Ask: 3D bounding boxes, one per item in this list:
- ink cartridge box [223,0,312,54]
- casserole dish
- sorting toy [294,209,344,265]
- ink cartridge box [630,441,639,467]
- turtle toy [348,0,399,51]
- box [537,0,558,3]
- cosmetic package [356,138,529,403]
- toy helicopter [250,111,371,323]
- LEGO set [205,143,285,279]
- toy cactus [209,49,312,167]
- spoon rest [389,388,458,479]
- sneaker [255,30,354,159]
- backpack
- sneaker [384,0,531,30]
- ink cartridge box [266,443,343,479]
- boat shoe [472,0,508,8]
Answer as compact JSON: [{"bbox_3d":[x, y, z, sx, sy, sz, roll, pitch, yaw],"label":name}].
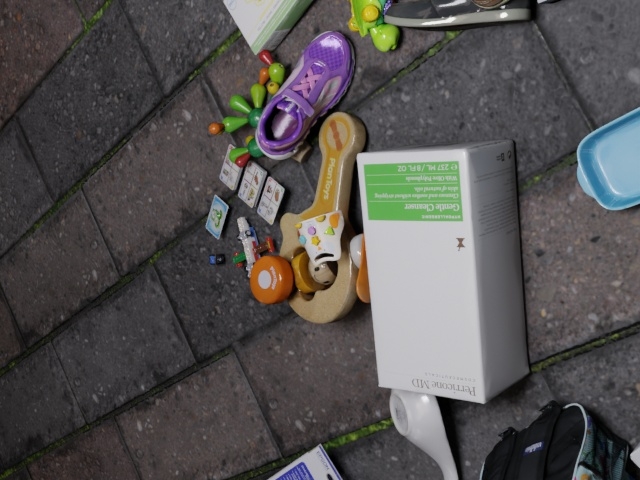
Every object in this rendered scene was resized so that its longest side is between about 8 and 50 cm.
[{"bbox_3d":[-0.112,-0.463,1.481,0.235,0.056,0.171,59,139,10],"label":"ink cartridge box"},{"bbox_3d":[0.428,-0.114,1.141,0.188,0.037,0.114,-29,83,42],"label":"casserole dish"},{"bbox_3d":[0.000,0.000,1.383,0.083,0.045,0.075,-18,89,29],"label":"sorting toy"},{"bbox_3d":[0.478,0.240,1.117,0.063,0.150,0.109,47,127,16],"label":"ink cartridge box"},{"bbox_3d":[0.084,-0.356,1.345,0.095,0.066,0.130,-172,70,-75],"label":"turtle toy"},{"bbox_3d":[0.371,-0.416,1.104,0.233,0.044,0.159,-11,93,41],"label":"box"},{"bbox_3d":[0.187,0.039,1.307,0.197,0.155,0.366,0,100,39],"label":"cosmetic package"},{"bbox_3d":[0.026,-0.034,1.446,0.235,0.140,0.355,15,98,44],"label":"toy helicopter"},{"bbox_3d":[-0.140,-0.035,1.651,0.182,0.060,0.244,40,121,38],"label":"LEGO set"},{"bbox_3d":[-0.094,-0.204,1.527,0.180,0.112,0.219,39,114,14],"label":"toy cactus"},{"bbox_3d":[0.175,0.342,1.443,0.137,0.084,0.276,-179,80,-70],"label":"spoon rest"},{"bbox_3d":[-0.029,-0.233,1.411,0.095,0.104,0.236,36,101,5],"label":"sneaker"},{"bbox_3d":[0.322,0.385,1.220,0.191,0.253,0.225,45,128,-3],"label":"backpack"},{"bbox_3d":[0.196,-0.366,1.251,0.222,0.083,0.118,3,99,30],"label":"sneaker"},{"bbox_3d":[-0.032,0.515,1.677,0.332,0.065,0.165,-43,73,40],"label":"ink cartridge box"},{"bbox_3d":[0.251,-0.416,1.099,0.095,0.095,0.257,39,120,22],"label":"boat shoe"}]
